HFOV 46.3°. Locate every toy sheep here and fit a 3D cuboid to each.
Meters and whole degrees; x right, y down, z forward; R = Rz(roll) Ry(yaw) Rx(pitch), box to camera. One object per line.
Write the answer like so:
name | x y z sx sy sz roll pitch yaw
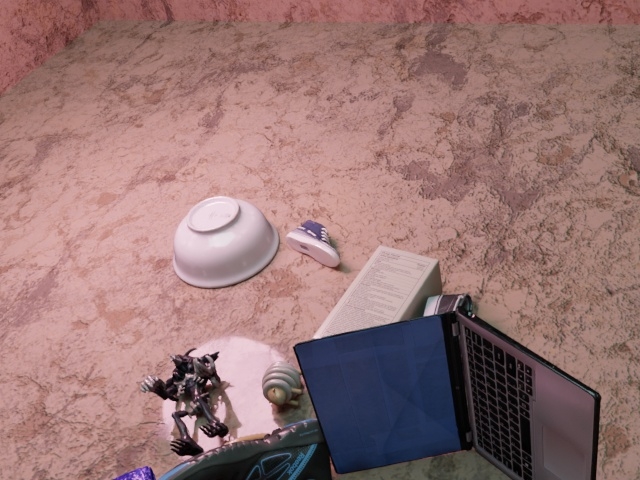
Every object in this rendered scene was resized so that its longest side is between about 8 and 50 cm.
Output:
toy sheep | -0.080 0.298 1.579 0.091 0.091 0.132 -6 26 10

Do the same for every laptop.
laptop | 0.206 0.325 1.219 0.236 0.382 0.408 -35 44 -22

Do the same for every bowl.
bowl | -0.267 -0.022 1.977 0.298 0.134 0.298 -9 40 8

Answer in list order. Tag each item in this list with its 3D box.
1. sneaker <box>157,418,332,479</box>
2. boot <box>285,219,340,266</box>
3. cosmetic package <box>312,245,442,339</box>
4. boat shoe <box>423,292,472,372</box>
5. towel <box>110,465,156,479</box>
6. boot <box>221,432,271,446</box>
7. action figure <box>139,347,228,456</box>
sneaker | -0.125 0.422 1.326 0.341 0.125 0.139 -10 76 -28
boot | 0.000 0.000 1.914 0.086 0.069 0.190 -41 44 -24
cosmetic package | 0.132 0.162 1.649 0.160 0.113 0.309 15 47 31
boat shoe | 0.267 0.222 1.536 0.105 0.113 0.306 -14 28 25
towel | -0.431 0.548 1.337 0.308 0.076 0.227 -24 40 -5
boot | -0.161 0.492 1.397 0.248 0.090 0.207 -22 54 -16
action figure | -0.280 0.310 1.583 0.164 0.141 0.275 -30 42 0
